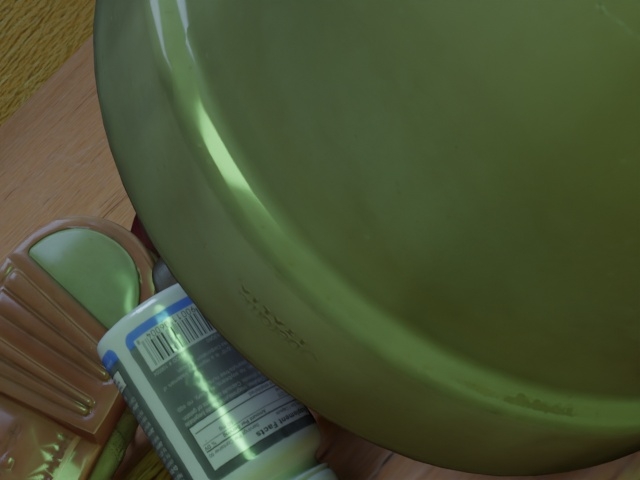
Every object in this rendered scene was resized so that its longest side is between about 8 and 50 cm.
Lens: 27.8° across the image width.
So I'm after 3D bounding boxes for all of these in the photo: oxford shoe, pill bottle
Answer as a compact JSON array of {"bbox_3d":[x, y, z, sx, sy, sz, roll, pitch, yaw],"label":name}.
[{"bbox_3d":[-0.203,0.177,0.832,0.397,0.140,0.146,-57,-12,-3],"label":"oxford shoe"},{"bbox_3d":[-0.048,0.092,0.664,0.078,0.137,0.078,-32,-11,-7],"label":"pill bottle"}]

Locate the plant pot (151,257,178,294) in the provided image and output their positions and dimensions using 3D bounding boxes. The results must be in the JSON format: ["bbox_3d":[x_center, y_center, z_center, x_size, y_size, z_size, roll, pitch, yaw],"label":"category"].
[{"bbox_3d":[0.000,0.000,0.759,0.165,0.167,0.167,-48,20,11],"label":"plant pot"}]

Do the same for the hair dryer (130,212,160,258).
[{"bbox_3d":[-0.095,0.013,1.012,0.223,0.080,0.294,11,71,61],"label":"hair dryer"}]

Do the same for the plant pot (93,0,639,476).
[{"bbox_3d":[0.114,-0.109,0.425,0.323,0.323,0.280,-57,7,-31],"label":"plant pot"}]
